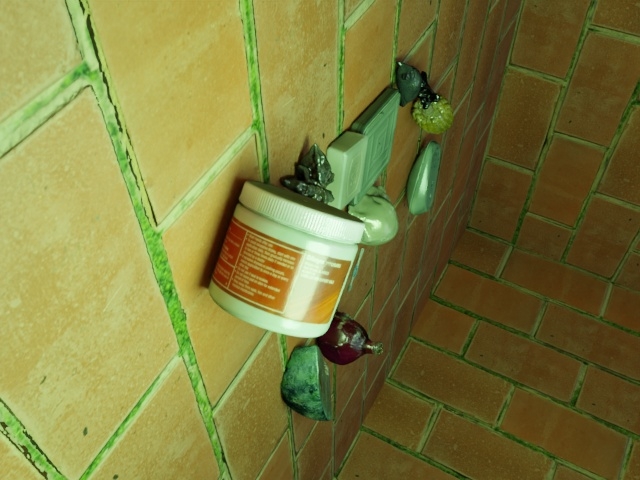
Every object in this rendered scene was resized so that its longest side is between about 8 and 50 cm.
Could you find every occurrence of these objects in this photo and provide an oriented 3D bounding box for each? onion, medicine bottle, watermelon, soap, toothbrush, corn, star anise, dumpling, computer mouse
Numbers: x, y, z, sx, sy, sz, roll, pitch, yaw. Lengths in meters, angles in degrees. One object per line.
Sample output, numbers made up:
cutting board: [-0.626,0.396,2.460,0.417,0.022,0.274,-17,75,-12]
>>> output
onion: [0.095,0.335,2.148,0.140,0.218,0.195,-54,156,-33]
medicine bottle: [-0.067,0.035,1.290,0.252,0.252,0.241,-4,115,-70]
watermelon: [-0.045,0.429,2.071,0.226,0.148,0.319,-73,159,-53]
soap: [0.060,-0.180,1.705,0.121,0.063,0.183,-46,151,-44]
toothbrush: [0.122,0.101,2.284,0.017,0.014,0.162,-73,-179,-78]
corn: [0.388,-0.425,2.245,0.130,0.130,0.347,-71,164,9]
star anise: [-0.024,-0.104,1.514,0.209,0.089,0.232,-6,105,-61]
dumpling: [0.154,-0.080,1.989,0.258,0.147,0.193,-30,109,-53]
computer mouse: [0.381,-0.237,2.497,0.159,0.097,0.289,-18,117,-65]

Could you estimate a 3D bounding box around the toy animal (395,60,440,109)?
toy animal: [0.246,-0.457,1.925,0.117,0.121,0.210,-28,157,27]

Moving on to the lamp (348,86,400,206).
lamp: [0.145,-0.265,1.870,0.266,0.047,0.269,-53,157,-42]
